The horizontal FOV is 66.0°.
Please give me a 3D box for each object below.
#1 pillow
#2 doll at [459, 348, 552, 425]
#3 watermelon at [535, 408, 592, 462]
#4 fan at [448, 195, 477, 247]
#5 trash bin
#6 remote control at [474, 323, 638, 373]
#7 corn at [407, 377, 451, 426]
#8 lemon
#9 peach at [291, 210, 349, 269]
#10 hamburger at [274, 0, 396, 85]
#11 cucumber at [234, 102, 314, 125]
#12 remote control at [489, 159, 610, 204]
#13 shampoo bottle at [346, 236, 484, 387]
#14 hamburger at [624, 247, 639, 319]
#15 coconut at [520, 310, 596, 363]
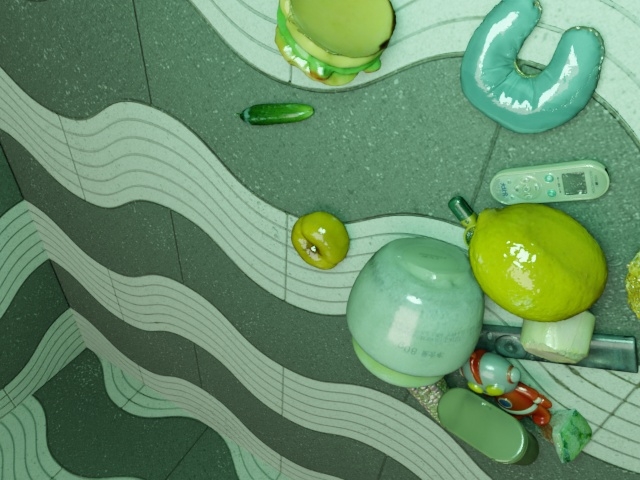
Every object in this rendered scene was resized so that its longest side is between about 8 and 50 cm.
[{"bbox_3d":[0.366,-0.298,0.869,0.233,0.086,0.214,33,133,8],"label":"pillow"},{"bbox_3d":[0.479,0.385,1.302,0.336,0.105,0.199,45,151,-26],"label":"doll"},{"bbox_3d":[0.663,0.509,1.349,0.098,0.121,0.158,64,-179,-2],"label":"watermelon"},{"bbox_3d":[0.351,-0.039,1.128,0.155,0.039,0.082,51,138,-7],"label":"fan"},{"bbox_3d":[0.464,0.517,1.353,0.243,0.121,0.247,25,171,39],"label":"trash bin"},{"bbox_3d":[0.560,0.262,1.218,0.377,0.044,0.107,-2,119,38],"label":"remote control"},{"bbox_3d":[0.320,0.433,1.485,0.126,0.127,0.335,-22,110,46],"label":"corn"},{"bbox_3d":[0.432,0.046,0.993,0.263,0.236,0.236,26,136,25],"label":"lemon"},{"bbox_3d":[0.000,0.000,1.381,0.179,0.103,0.179,23,134,25],"label":"peach"},{"bbox_3d":[0.019,-0.402,0.952,0.237,0.237,0.149,44,157,-3],"label":"hamburger"},{"bbox_3d":[-0.127,-0.318,1.248,0.250,0.056,0.056,5,127,34],"label":"cucumber"},{"bbox_3d":[0.453,-0.116,0.985,0.221,0.042,0.078,-3,121,37],"label":"remote control"},{"bbox_3d":[0.226,0.166,1.182,0.322,0.322,0.317,25,130,18],"label":"shampoo bottle"},{"bbox_3d":[0.694,0.080,0.859,0.276,0.179,0.294,33,138,15],"label":"hamburger"},{"bbox_3d":[0.530,0.188,1.104,0.147,0.153,0.147,18,164,5],"label":"coconut"}]
